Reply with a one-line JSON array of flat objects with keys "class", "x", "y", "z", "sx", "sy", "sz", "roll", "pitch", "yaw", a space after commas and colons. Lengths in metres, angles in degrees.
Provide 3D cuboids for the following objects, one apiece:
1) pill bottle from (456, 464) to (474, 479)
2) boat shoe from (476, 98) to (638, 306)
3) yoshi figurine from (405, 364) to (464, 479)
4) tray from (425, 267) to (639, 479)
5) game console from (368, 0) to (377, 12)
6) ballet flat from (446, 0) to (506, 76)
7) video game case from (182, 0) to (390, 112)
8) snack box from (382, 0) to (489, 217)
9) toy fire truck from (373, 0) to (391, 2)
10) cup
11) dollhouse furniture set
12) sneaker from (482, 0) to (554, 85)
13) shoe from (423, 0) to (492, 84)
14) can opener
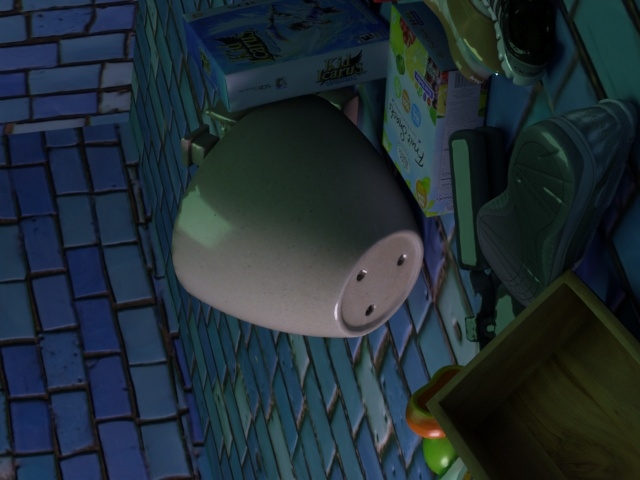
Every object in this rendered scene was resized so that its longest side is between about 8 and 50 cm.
[{"class": "pill bottle", "x": 0.249, "y": 0.306, "z": 1.617, "sx": 0.278, "sy": 0.162, "sz": 0.162, "roll": -137, "pitch": 42, "yaw": -67}, {"class": "boat shoe", "x": 0.239, "y": -0.033, "z": 1.648, "sx": 0.118, "sy": 0.103, "sz": 0.320, "roll": 54, "pitch": 160, "yaw": 23}, {"class": "yoshi figurine", "x": 0.170, "y": 0.336, "z": 1.883, "sx": 0.203, "sy": 0.203, "sz": 0.362, "roll": -125, "pitch": 28, "yaw": -48}, {"class": "tray", "x": 0.257, "y": 0.204, "z": 1.481, "sx": 0.076, "sy": 0.203, "sz": 0.411, "roll": 41, "pitch": -172, "yaw": -29}, {"class": "game console", "x": 0.070, "y": -0.397, "z": 2.238, "sx": 0.107, "sy": 0.071, "sz": 0.122, "roll": -43, "pitch": 51, "yaw": 35}, {"class": "ballet flat", "x": 0.174, "y": -0.283, "z": 1.783, "sx": 0.073, "sy": 0.080, "sz": 0.232, "roll": 118, "pitch": 143, "yaw": -44}, {"class": "video game case", "x": -0.045, "y": -0.275, "z": 2.263, "sx": 0.269, "sy": 0.244, "sz": 0.061, "roll": -125, "pitch": 23, "yaw": -60}, {"class": "snack box", "x": 0.137, "y": -0.162, "z": 1.986, "sx": 0.174, "sy": 0.070, "sz": 0.207, "roll": -118, "pitch": 23, "yaw": -51}, {"class": "toy fire truck", "x": 0.086, "y": -0.418, "z": 2.094, "sx": 0.192, "sy": 0.047, "sz": 0.135, "roll": 100, "pitch": 157, "yaw": -46}, {"class": "cup", "x": 0.000, "y": 0.000, "z": 2.208, "sx": 0.237, "sy": 0.331, "sz": 0.331, "roll": 35, "pitch": 138, "yaw": 31}, {"class": "dollhouse furniture set", "x": -0.121, "y": -0.114, "z": 2.358, "sx": 0.173, "sy": 0.355, "sz": 0.303, "roll": 25, "pitch": 132, "yaw": 29}, {"class": "sneaker", "x": 0.207, "y": -0.250, "z": 1.699, "sx": 0.075, "sy": 0.063, "sz": 0.170, "roll": 146, "pitch": 110, "yaw": -74}, {"class": "shoe", "x": 0.162, "y": -0.272, "z": 1.867, "sx": 0.058, "sy": 0.076, "sz": 0.219, "roll": -45, "pitch": 48, "yaw": 30}, {"class": "can opener", "x": 0.202, "y": 0.009, "z": 1.861, "sx": 0.093, "sy": 0.074, "sz": 0.280, "roll": -6, "pitch": 94, "yaw": 41}]
